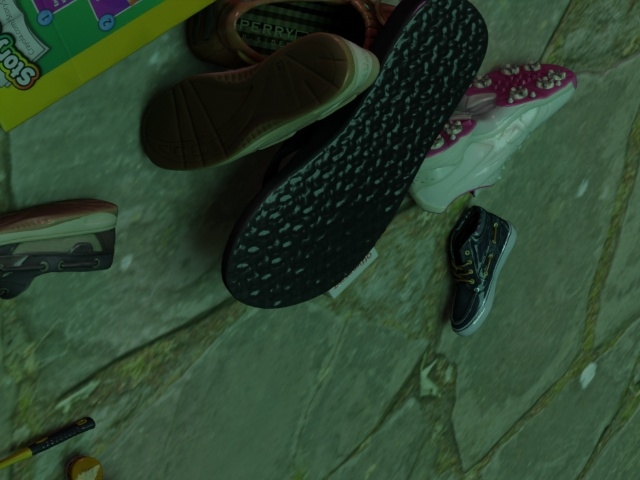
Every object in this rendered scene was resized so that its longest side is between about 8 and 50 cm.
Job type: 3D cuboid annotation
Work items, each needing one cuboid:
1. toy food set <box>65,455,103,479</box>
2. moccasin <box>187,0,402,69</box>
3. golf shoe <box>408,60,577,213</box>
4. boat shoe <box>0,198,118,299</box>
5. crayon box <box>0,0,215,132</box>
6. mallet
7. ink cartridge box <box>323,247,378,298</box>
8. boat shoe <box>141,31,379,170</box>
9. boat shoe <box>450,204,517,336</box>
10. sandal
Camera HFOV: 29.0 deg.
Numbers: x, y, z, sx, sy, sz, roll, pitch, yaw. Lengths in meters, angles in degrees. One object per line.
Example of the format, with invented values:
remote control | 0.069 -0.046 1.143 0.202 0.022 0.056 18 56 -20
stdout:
toy food set | -0.295 0.383 1.522 0.111 0.104 0.232 11 78 -23
moccasin | 0.028 -0.247 1.529 0.380 0.147 0.139 10 96 -37
golf shoe | 0.234 -0.148 1.738 0.306 0.115 0.140 -28 128 -19
boat shoe | -0.349 0.021 1.365 0.285 0.102 0.092 -16 106 -38
crayon box | -0.280 -0.340 1.243 0.313 0.106 0.363 -35 136 -15
mallet | -0.344 0.254 1.452 0.189 0.062 0.039 -20 114 -30
ink cartridge box | 0.000 0.000 1.611 0.092 0.090 0.143 -43 122 -19
boat shoe | -0.072 -0.153 1.425 0.098 0.302 0.109 -5 77 -59
boat shoe | 0.214 0.042 1.795 0.083 0.065 0.183 28 80 -34
sandal | 0.036 -0.106 1.491 0.167 0.107 0.446 40 86 -34
